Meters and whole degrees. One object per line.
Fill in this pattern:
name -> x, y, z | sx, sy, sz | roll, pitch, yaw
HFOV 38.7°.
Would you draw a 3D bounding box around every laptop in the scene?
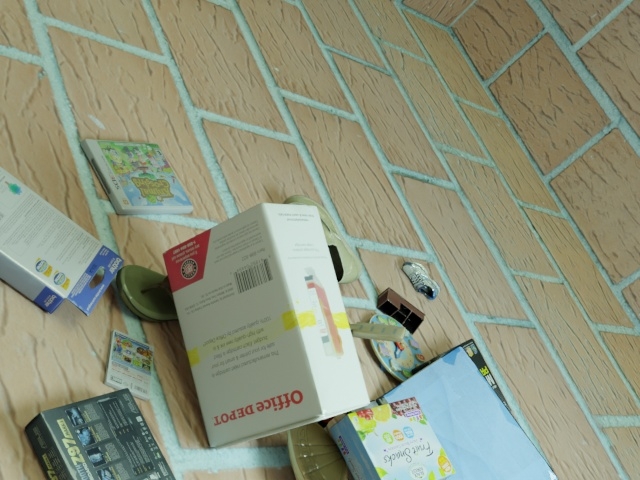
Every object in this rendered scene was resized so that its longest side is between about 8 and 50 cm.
laptop -> 0.294, 0.443, 1.946 | 0.382, 0.236, 0.408 | 54, 9, 14

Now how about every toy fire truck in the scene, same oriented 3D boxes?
toy fire truck -> 0.038, 0.248, 1.861 | 0.158, 0.246, 0.217 | 33, 32, -21

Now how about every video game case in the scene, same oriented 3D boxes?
video game case -> -0.397, -0.139, 1.994 | 0.212, 0.023, 0.193 | -3, 56, -54
video game case -> -0.342, 0.223, 1.640 | 0.087, 0.011, 0.122 | 29, 34, -27

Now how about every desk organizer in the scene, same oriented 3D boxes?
desk organizer -> 0.208, 0.184, 2.361 | 0.130, 0.047, 0.050 | 37, 33, -16

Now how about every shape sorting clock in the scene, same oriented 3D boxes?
shape sorting clock -> 0.192, 0.267, 2.245 | 0.206, 0.040, 0.206 | 32, 33, -24

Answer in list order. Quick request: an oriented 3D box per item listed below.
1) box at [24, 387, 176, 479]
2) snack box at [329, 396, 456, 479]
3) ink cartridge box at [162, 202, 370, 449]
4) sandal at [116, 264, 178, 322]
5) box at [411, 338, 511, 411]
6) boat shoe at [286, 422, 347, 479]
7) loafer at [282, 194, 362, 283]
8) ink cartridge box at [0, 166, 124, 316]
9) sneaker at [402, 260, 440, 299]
box -> -0.334, 0.360, 1.437 | 0.183, 0.059, 0.232 | -8, 61, -56
snack box -> 0.141, 0.407, 1.760 | 0.207, 0.070, 0.174 | -3, 57, -45
ink cartridge box -> -0.104, 0.157, 1.668 | 0.160, 0.279, 0.384 | 1, 70, -53
sandal -> -0.269, 0.106, 1.799 | 0.303, 0.086, 0.120 | 20, 39, -38
box -> 0.356, 0.376, 2.276 | 0.270, 0.060, 0.216 | -12, 71, -56
boat shoe -> 0.000, 0.476, 1.694 | 0.109, 0.098, 0.302 | 0, 49, -38
loafer -> 0.000, 0.000, 2.259 | 0.268, 0.102, 0.092 | 48, 24, 0
ink cartridge box -> -0.517, 0.005, 1.629 | 0.311, 0.065, 0.186 | 37, 31, -13
sneaker -> 0.280, 0.113, 2.536 | 0.135, 0.052, 0.058 | 42, 34, -8
